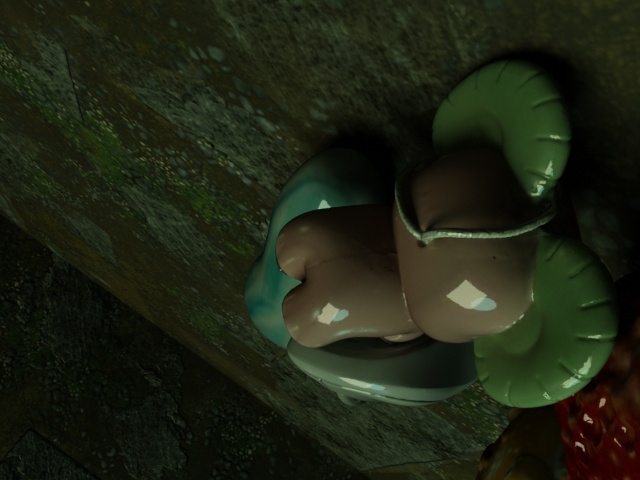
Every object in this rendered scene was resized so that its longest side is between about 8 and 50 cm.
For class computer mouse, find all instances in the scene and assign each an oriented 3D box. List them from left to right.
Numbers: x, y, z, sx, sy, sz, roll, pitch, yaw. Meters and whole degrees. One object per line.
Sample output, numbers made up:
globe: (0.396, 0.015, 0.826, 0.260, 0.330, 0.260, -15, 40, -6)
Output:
computer mouse: (0.099, 0.130, 0.809, 0.184, 0.297, 0.121, 14, 114, 38)

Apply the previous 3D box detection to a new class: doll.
doll: (0.114, 0.007, 0.587, 0.217, 0.283, 0.268, 0, 161, -30)

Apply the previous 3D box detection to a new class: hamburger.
hamburger: (0.306, 0.359, 0.949, 0.187, 0.260, 0.303, 31, -166, 11)

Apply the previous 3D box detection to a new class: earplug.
earplug: (0.000, 0.000, 0.853, 0.185, 0.185, 0.324, 32, 151, 11)

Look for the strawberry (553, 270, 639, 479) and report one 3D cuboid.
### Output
strawberry: (0.313, 0.154, 0.538, 0.292, 0.309, 0.291, 32, 161, 12)
